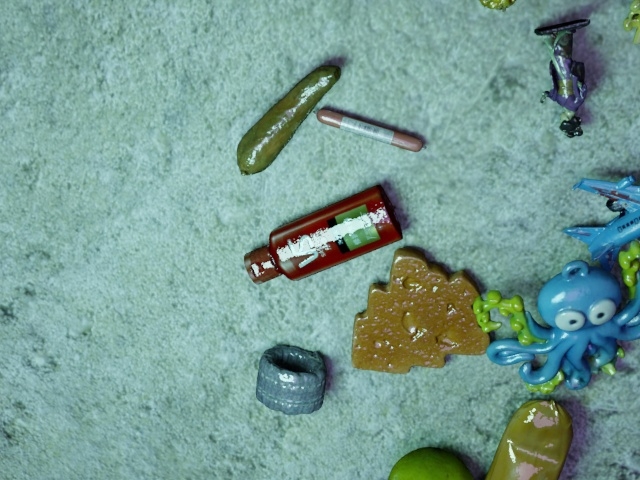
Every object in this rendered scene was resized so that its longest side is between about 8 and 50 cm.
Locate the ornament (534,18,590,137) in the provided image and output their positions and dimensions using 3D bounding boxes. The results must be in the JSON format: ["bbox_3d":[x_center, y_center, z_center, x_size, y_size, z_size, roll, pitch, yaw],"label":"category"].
[{"bbox_3d":[0.414,-0.274,1.211,0.081,0.088,0.203,-3,111,11],"label":"ornament"}]

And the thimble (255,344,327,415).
[{"bbox_3d":[-0.059,0.287,1.454,0.150,0.150,0.097,11,106,5],"label":"thimble"}]

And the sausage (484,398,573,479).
[{"bbox_3d":[0.424,0.471,1.460,0.134,0.116,0.353,23,109,16],"label":"sausage"}]

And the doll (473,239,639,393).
[{"bbox_3d":[0.476,0.168,1.321,0.346,0.098,0.341,-12,123,12],"label":"doll"}]

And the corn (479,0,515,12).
[{"bbox_3d":[0.294,-0.532,1.135,0.102,0.102,0.312,-1,113,9],"label":"corn"}]

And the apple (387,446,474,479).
[{"bbox_3d":[0.231,0.533,1.477,0.157,0.196,0.196,-8,114,55],"label":"apple"}]

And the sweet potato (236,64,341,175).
[{"bbox_3d":[-0.063,-0.228,1.313,0.075,0.075,0.273,43,107,-7],"label":"sweet potato"}]

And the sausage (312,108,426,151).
[{"bbox_3d":[0.091,-0.206,1.315,0.223,0.029,0.029,18,111,2],"label":"sausage"}]

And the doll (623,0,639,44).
[{"bbox_3d":[0.650,-0.344,1.148,0.291,0.086,0.117,12,140,6],"label":"doll"}]

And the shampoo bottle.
[{"bbox_3d":[0.000,0.000,1.379,0.314,0.076,0.118,-22,107,16],"label":"shampoo bottle"}]

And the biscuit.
[{"bbox_3d":[0.182,0.165,1.424,0.306,0.043,0.284,-36,104,17],"label":"biscuit"}]

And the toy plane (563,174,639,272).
[{"bbox_3d":[0.581,-0.045,1.248,0.254,0.105,0.271,43,124,-8],"label":"toy plane"}]
